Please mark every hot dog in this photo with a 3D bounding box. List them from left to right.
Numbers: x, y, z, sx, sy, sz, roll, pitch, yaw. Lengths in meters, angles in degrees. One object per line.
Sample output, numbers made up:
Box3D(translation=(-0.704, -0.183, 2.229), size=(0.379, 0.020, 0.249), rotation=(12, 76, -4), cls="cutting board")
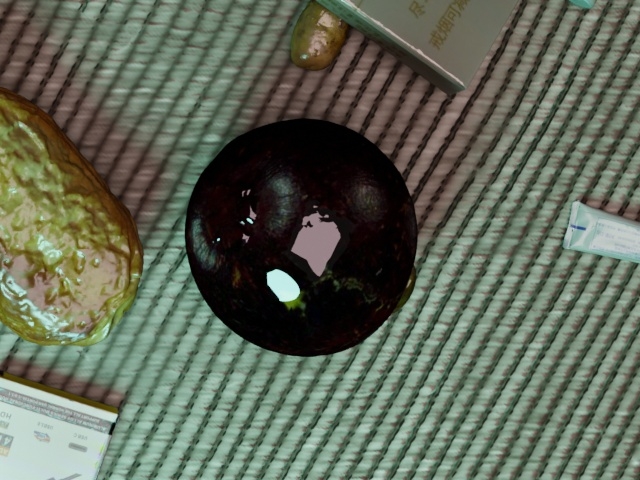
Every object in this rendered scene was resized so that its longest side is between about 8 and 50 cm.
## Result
Box3D(translation=(-0.281, -0.017, 1.537), size=(0.175, 0.114, 0.259), rotation=(-42, 104, -8), cls="hot dog")

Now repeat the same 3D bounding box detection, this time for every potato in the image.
Box3D(translation=(0.001, -0.205, 1.601), size=(0.051, 0.040, 0.083), rotation=(28, 88, -2), cls="potato")

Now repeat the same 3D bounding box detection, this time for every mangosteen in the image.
Box3D(translation=(0.000, 0.000, 1.551), size=(0.265, 0.228, 0.228), rotation=(14, 95, -49), cls="mangosteen")

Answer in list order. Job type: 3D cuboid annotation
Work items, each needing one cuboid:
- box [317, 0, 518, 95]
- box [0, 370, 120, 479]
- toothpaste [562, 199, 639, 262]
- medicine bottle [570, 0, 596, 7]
Box3D(translation=(0.036, -0.324, 1.570), size=(0.365, 0.051, 0.204), rotation=(34, 78, -13), cls="box")
Box3D(translation=(-0.296, 0.262, 1.603), size=(0.129, 0.033, 0.247), rotation=(18, 93, -12), cls="box")
Box3D(translation=(0.359, 0.009, 1.697), size=(0.218, 0.033, 0.052), rotation=(14, 90, -9), cls="toothpaste")
Box3D(translation=(0.272, -0.278, 1.638), size=(0.047, 0.047, 0.083), rotation=(30, 91, -12), cls="medicine bottle")
